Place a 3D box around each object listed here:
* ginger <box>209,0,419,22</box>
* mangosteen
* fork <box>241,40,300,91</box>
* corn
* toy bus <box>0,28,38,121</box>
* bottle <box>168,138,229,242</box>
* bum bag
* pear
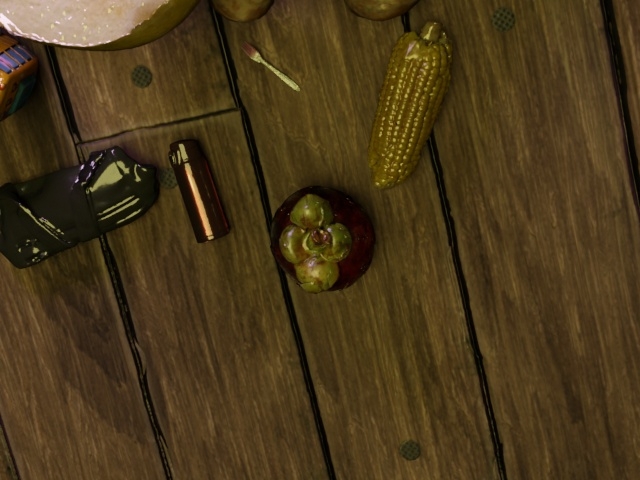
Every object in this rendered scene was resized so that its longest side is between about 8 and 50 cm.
[{"bbox_3d":[0.024,-0.403,1.601,0.375,0.176,0.256,2,147,-7],"label":"ginger"},{"bbox_3d":[0.000,0.000,1.724,0.166,0.180,0.166,0,93,9],"label":"mangosteen"},{"bbox_3d":[-0.077,-0.266,1.761,0.115,0.012,0.016,40,116,-1],"label":"fork"},{"bbox_3d":[0.129,-0.199,1.692,0.097,0.097,0.262,20,110,7],"label":"corn"},{"bbox_3d":[-0.519,-0.251,1.768,0.136,0.209,0.126,27,108,-6],"label":"toy bus"},{"bbox_3d":[-0.196,-0.080,1.812,0.060,0.060,0.164,-15,100,16],"label":"bottle"},{"bbox_3d":[-0.408,-0.060,1.855,0.326,0.080,0.142,-22,102,16],"label":"bum bag"},{"bbox_3d":[-0.268,-0.424,1.554,0.386,0.191,0.341,-23,84,18],"label":"pear"}]
